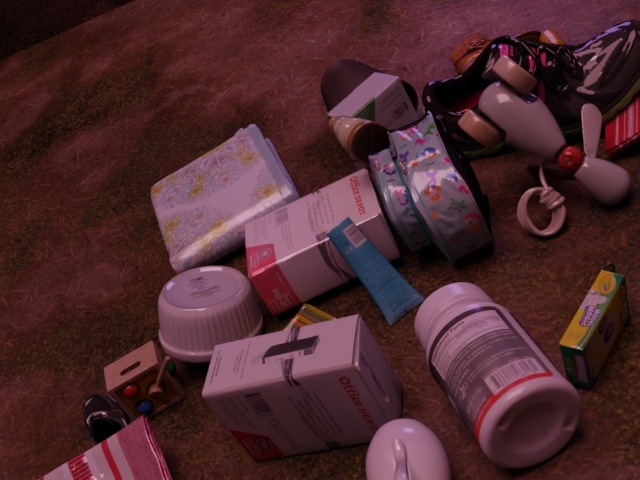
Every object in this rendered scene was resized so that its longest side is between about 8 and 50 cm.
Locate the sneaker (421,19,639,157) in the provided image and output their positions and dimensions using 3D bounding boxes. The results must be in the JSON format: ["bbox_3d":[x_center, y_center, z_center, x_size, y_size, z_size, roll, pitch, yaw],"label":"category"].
[{"bbox_3d":[0.417,-0.308,1.884,0.483,0.202,0.185,-21,48,25],"label":"sneaker"}]

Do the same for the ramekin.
[{"bbox_3d":[-0.219,0.135,1.867,0.207,0.109,0.207,-6,28,3],"label":"ramekin"}]

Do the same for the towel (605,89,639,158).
[{"bbox_3d":[0.644,-0.279,1.786,0.275,0.031,0.199,-33,28,38],"label":"towel"}]

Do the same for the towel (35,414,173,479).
[{"bbox_3d":[-0.402,0.477,1.646,0.329,0.037,0.237,-31,55,1],"label":"towel"}]

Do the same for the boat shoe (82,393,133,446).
[{"bbox_3d":[-0.405,0.351,1.827,0.084,0.079,0.233,-39,35,-9],"label":"boat shoe"}]

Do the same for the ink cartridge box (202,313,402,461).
[{"bbox_3d":[-0.023,0.247,1.577,0.273,0.197,0.114,-14,39,22],"label":"ink cartridge box"}]

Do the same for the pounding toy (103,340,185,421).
[{"bbox_3d":[-0.324,0.267,1.822,0.141,0.130,0.100,-30,36,1],"label":"pounding toy"}]

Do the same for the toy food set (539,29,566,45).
[{"bbox_3d":[0.417,-0.342,2.034,0.232,0.111,0.104,-24,36,6],"label":"toy food set"}]

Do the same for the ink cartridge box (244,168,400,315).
[{"bbox_3d":[0.000,0.000,1.905,0.283,0.117,0.207,-25,30,8],"label":"ink cartridge box"}]

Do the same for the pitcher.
[{"bbox_3d":[0.127,0.344,1.374,0.125,0.178,0.207,-15,39,4],"label":"pitcher"}]

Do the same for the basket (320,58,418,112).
[{"bbox_3d":[0.094,-0.327,2.220,0.204,0.154,0.227,-30,33,-1],"label":"basket"}]

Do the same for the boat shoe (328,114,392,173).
[{"bbox_3d":[0.127,-0.178,1.903,0.089,0.285,0.104,36,93,40],"label":"boat shoe"}]

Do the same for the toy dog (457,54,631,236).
[{"bbox_3d":[0.407,-0.189,1.765,0.220,0.333,0.161,-32,3,19],"label":"toy dog"}]

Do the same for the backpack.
[{"bbox_3d":[0.211,-0.084,1.784,0.191,0.225,0.253,-30,47,3],"label":"backpack"}]

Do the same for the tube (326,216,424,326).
[{"bbox_3d":[0.095,0.052,1.753,0.080,0.207,0.052,-38,-3,-4],"label":"tube"}]

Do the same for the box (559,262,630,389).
[{"bbox_3d":[0.429,0.128,1.476,0.043,0.105,0.179,14,55,34],"label":"box"}]

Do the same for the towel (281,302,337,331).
[{"bbox_3d":[-0.071,0.218,1.795,0.102,0.021,0.237,19,59,47],"label":"towel"}]

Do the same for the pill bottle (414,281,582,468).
[{"bbox_3d":[0.260,0.196,1.469,0.161,0.161,0.283,-31,36,0],"label":"pill bottle"}]

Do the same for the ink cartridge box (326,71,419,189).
[{"bbox_3d":[0.130,-0.223,2.017,0.153,0.208,0.087,-42,34,-17],"label":"ink cartridge box"}]

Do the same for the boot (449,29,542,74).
[{"bbox_3d":[0.398,-0.443,2.205,0.197,0.073,0.152,-28,32,0],"label":"boot"}]

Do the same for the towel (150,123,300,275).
[{"bbox_3d":[-0.225,-0.096,2.224,0.320,0.090,0.374,-33,36,3],"label":"towel"}]
